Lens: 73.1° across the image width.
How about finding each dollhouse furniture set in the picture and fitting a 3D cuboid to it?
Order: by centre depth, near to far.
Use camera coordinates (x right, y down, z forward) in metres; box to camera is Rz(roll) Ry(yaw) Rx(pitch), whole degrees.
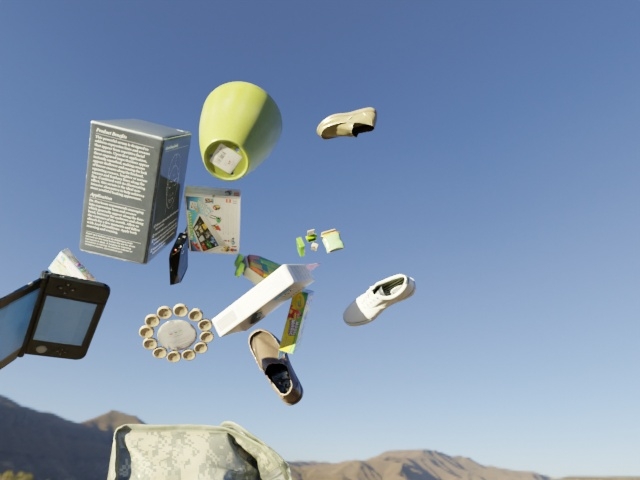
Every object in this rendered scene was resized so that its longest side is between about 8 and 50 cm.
[{"bbox_3d":[0.000,0.000,1.368,0.151,0.076,0.059,-15,-34,-12],"label":"dollhouse furniture set"}]

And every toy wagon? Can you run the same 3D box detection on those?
[{"bbox_3d":[-0.217,0.129,1.752,0.267,0.068,0.344,25,8,-18],"label":"toy wagon"}]

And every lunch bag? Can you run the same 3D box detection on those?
[{"bbox_3d":[-0.208,0.421,0.729,0.286,0.169,0.235,9,-44,-20],"label":"lunch bag"}]

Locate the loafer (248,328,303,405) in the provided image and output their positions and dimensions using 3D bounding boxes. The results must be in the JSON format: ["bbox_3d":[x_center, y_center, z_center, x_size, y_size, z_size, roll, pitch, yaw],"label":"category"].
[{"bbox_3d":[-0.192,0.515,1.828,0.133,0.366,0.130,-36,-28,-10],"label":"loafer"}]

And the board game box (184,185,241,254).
[{"bbox_3d":[-0.397,-0.068,1.613,0.192,0.053,0.305,4,-43,-9],"label":"board game box"}]

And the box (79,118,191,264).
[{"bbox_3d":[-0.582,-0.169,1.386,0.211,0.293,0.396,14,-74,-4],"label":"box"}]

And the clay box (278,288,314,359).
[{"bbox_3d":[-0.077,0.267,1.380,0.053,0.222,0.127,13,-1,8],"label":"clay box"}]

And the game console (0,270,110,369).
[{"bbox_3d":[-0.725,0.246,1.129,0.250,0.173,0.293,18,-64,-29],"label":"game console"}]

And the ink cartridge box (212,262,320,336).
[{"bbox_3d":[-0.144,0.176,1.327,0.296,0.066,0.261,-37,-16,19],"label":"ink cartridge box"}]

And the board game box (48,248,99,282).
[{"bbox_3d":[-0.767,0.114,1.347,0.103,0.026,0.154,-37,-84,30],"label":"board game box"}]

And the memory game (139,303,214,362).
[{"bbox_3d":[-0.370,0.243,1.121,0.186,0.012,0.186,-5,-63,-10],"label":"memory game"}]

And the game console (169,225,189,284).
[{"bbox_3d":[-0.576,0.008,1.870,0.043,0.361,0.213,14,-45,-4],"label":"game console"}]

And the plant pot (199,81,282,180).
[{"bbox_3d":[-0.271,-0.317,1.364,0.274,0.294,0.275,1,-53,1],"label":"plant pot"}]

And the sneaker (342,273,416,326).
[{"bbox_3d":[0.172,0.177,1.351,0.258,0.094,0.091,-34,-42,10],"label":"sneaker"}]

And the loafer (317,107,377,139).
[{"bbox_3d":[0.062,-0.266,1.007,0.147,0.050,0.056,-16,-28,15],"label":"loafer"}]
